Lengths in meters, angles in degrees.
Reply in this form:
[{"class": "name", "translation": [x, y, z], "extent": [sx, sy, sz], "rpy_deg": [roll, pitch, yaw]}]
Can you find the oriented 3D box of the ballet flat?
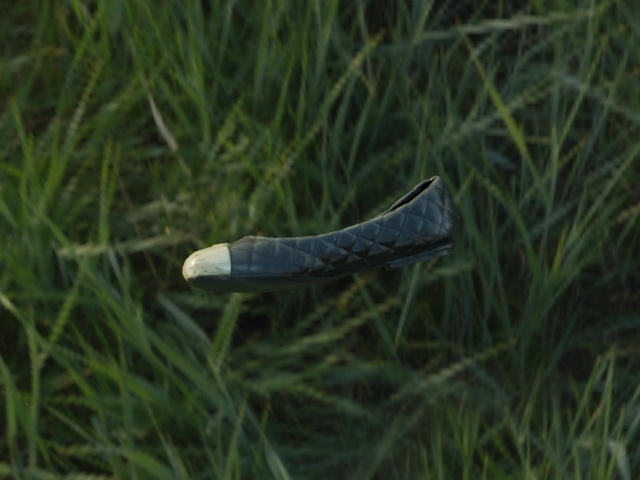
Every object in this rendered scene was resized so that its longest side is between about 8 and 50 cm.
[{"class": "ballet flat", "translation": [0.000, 0.000, 1.058], "extent": [0.173, 0.057, 0.049], "rpy_deg": [-11, 86, -23]}]
